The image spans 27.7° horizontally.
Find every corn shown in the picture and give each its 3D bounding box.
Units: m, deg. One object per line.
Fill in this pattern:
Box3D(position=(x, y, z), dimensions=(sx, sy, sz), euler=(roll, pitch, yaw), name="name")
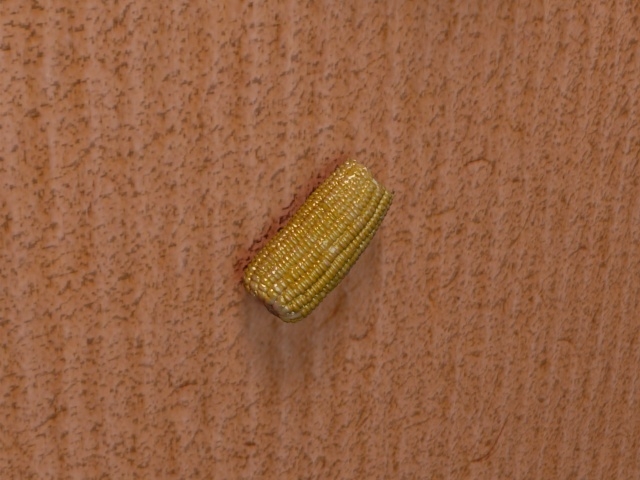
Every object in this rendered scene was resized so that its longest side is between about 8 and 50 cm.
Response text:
Box3D(position=(0.000, 0.000, 1.223), dimensions=(0.085, 0.063, 0.165), euler=(41, 82, -19), name="corn")
